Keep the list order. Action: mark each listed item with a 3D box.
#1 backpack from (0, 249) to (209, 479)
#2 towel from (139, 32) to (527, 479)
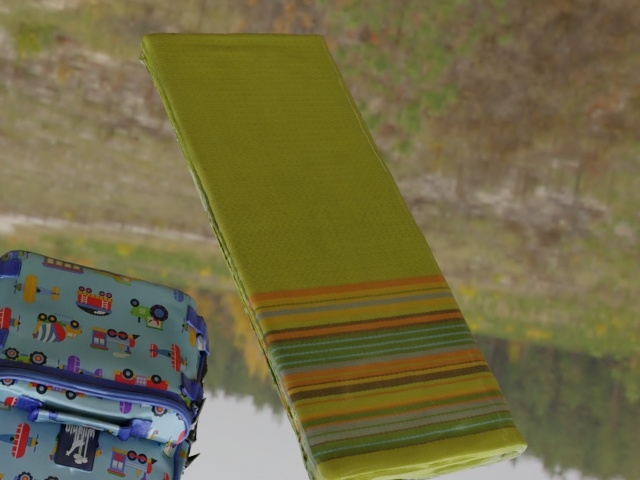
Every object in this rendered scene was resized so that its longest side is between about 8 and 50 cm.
[{"bbox_3d":[-0.145,0.112,0.764,0.158,0.173,0.117,18,135,-15],"label":"backpack"},{"bbox_3d":[0.000,0.000,0.593,0.102,0.237,0.021,-4,145,-32],"label":"towel"}]
